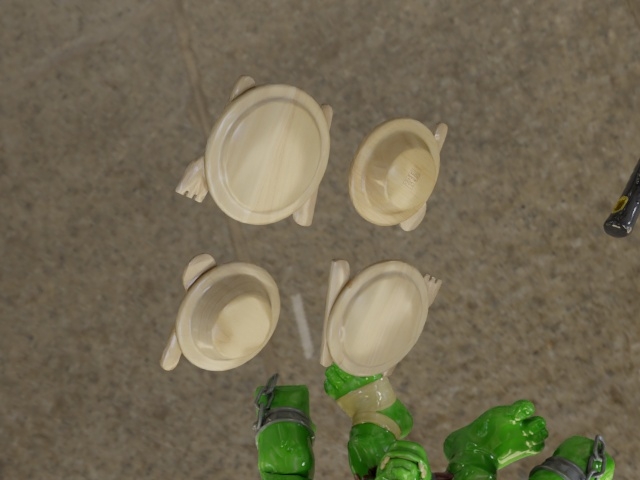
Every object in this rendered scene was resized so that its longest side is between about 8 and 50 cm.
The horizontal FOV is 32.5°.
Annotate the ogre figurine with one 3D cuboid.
[{"bbox_3d":[0.050,0.133,0.584,0.197,0.097,0.118,24,39,0],"label":"ogre figurine"}]

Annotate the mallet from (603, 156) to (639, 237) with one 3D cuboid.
[{"bbox_3d":[0.219,-0.080,0.650,0.062,0.039,0.189,-21,33,52],"label":"mallet"}]

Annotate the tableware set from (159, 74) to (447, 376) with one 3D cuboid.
[{"bbox_3d":[0.000,0.000,0.524,0.020,0.169,0.141,29,108,50],"label":"tableware set"}]
